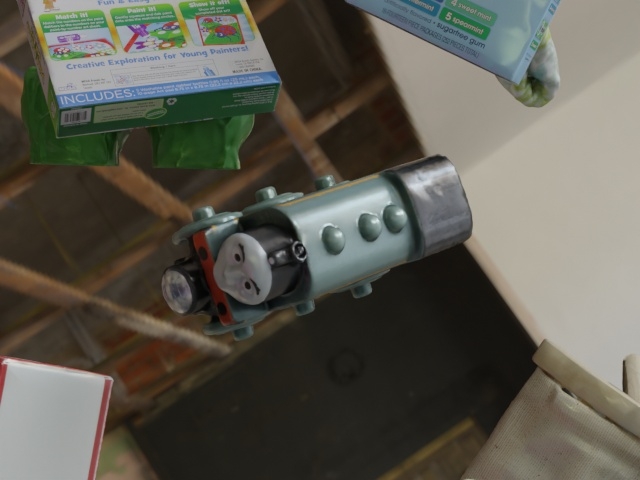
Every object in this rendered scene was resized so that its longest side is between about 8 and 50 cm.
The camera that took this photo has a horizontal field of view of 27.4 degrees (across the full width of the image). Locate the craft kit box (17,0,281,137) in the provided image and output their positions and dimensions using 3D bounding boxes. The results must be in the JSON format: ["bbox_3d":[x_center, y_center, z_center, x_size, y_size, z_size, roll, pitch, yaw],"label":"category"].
[{"bbox_3d":[-0.199,-0.234,1.471,0.250,0.247,0.061,-8,-33,-20],"label":"craft kit box"}]

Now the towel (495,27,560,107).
[{"bbox_3d":[0.170,-0.379,1.509,0.090,0.320,0.374,-18,-43,11],"label":"towel"}]

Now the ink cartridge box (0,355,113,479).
[{"bbox_3d":[-0.321,0.211,1.283,0.114,0.197,0.273,14,-8,-32],"label":"ink cartridge box"}]

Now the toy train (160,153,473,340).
[{"bbox_3d":[0.000,0.000,1.337,0.334,0.142,0.190,-17,-1,-43],"label":"toy train"}]

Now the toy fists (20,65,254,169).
[{"bbox_3d":[-0.217,-0.158,1.568,0.279,0.142,0.096,2,4,5],"label":"toy fists"}]

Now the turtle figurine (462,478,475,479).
[{"bbox_3d":[0.084,0.220,0.590,0.275,0.266,0.198,-58,15,28],"label":"turtle figurine"}]

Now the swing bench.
[{"bbox_3d":[0.201,0.228,0.995,0.253,0.165,0.254,-58,-27,10],"label":"swing bench"}]

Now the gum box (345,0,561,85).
[{"bbox_3d":[0.130,-0.242,1.063,0.184,0.157,0.041,-64,-16,9],"label":"gum box"}]
